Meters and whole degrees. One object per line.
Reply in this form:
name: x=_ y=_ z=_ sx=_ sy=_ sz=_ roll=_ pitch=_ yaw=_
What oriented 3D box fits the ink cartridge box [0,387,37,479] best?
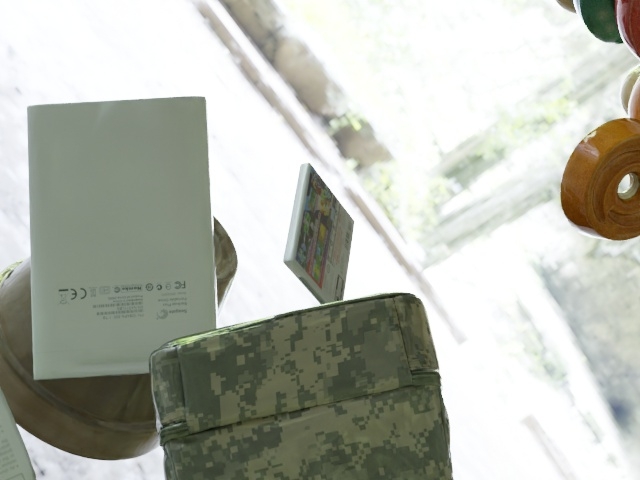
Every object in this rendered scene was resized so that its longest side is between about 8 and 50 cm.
ink cartridge box: x=-0.464 y=0.258 z=1.199 sx=0.385 sy=0.308 sz=0.091 roll=63 pitch=-26 yaw=12

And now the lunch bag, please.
lunch bag: x=-0.014 y=0.218 z=1.161 sx=0.212 sy=0.305 sz=0.256 roll=91 pitch=-13 yaw=-67

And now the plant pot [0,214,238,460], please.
plant pot: x=-0.258 y=0.082 z=1.536 sx=0.323 sy=0.280 sz=0.323 roll=31 pitch=28 yaw=-19

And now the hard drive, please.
hard drive: x=-0.230 y=-0.004 z=1.343 sx=0.040 sy=0.210 sz=0.319 roll=96 pitch=-9 yaw=-82

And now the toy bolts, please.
toy bolts: x=0.246 y=-0.135 z=0.956 sx=0.158 sy=0.218 sz=0.228 roll=42 pitch=-20 yaw=58

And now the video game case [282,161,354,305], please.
video game case: x=0.000 y=0.000 z=1.956 sx=0.183 sy=0.023 sz=0.201 roll=51 pitch=39 yaw=-46
